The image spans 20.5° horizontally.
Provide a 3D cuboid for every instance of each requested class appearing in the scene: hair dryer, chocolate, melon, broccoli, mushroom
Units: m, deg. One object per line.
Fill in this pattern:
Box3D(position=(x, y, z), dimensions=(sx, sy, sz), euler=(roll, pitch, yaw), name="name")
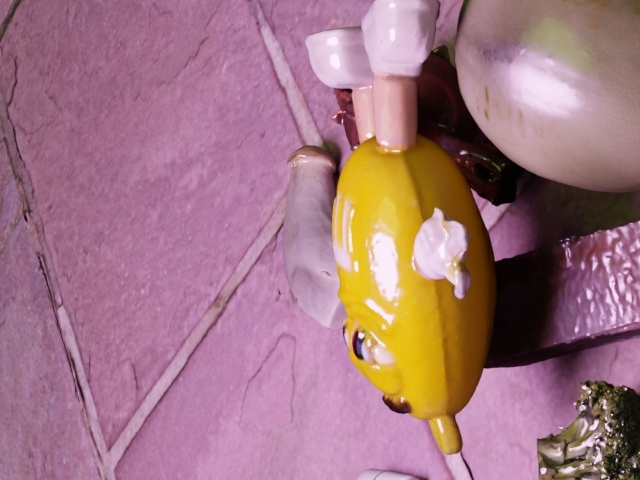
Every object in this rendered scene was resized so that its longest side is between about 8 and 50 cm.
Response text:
Box3D(position=(0.079, 0.332, 2.015), dimensions=(0.082, 0.047, 0.137), euler=(2, 91, 55), name="hair dryer")
Box3D(position=(0.255, 0.056, 1.767), dimensions=(0.321, 0.112, 0.112), euler=(-18, 78, 52), name="chocolate")
Box3D(position=(0.263, -0.177, 1.664), dimensions=(0.308, 0.272, 0.271), euler=(-1, 83, 47), name="melon")
Box3D(position=(0.275, 0.208, 1.683), dimensions=(0.162, 0.138, 0.145), euler=(-19, -74, -85), name="broccoli")
Box3D(position=(0.000, 0.000, 2.150), dimensions=(0.118, 0.103, 0.270), euler=(-58, 35, 31), name="mushroom")

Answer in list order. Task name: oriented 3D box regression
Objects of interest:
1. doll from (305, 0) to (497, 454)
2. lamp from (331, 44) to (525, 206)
Box3D(position=(0.086, -0.036, 1.719), dimensions=(0.348, 0.161, 0.423), euler=(96, 162, -62), name="doll")
Box3D(position=(0.115, -0.118, 1.964), dimensions=(0.223, 0.215, 0.151), euler=(-86, 12, -50), name="lamp")
